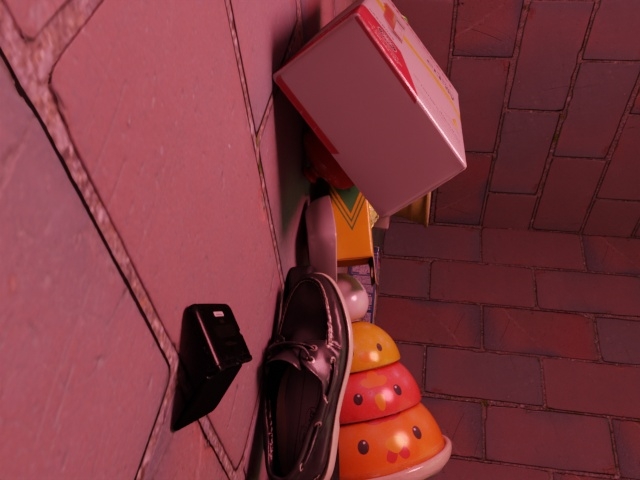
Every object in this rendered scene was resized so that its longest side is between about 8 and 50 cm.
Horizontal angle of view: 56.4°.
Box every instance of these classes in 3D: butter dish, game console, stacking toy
[{"bbox_3d":[0.020,-0.152,1.112,0.160,0.118,0.160,57,9,14],"label":"butter dish"},{"bbox_3d":[-0.124,0.128,0.635,0.122,0.071,0.107,37,28,-80],"label":"game console"},{"bbox_3d":[0.080,0.313,1.384,0.350,0.351,0.479,21,55,-81],"label":"stacking toy"}]

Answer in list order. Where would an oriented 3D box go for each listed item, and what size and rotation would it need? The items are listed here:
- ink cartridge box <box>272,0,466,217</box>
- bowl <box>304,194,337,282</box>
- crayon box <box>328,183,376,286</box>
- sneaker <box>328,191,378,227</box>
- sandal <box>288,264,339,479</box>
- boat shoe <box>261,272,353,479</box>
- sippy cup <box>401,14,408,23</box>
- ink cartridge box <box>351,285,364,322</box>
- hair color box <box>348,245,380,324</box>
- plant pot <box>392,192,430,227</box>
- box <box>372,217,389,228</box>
[{"bbox_3d":[0.103,-0.258,1.017,0.279,0.160,0.384,49,26,-17],"label":"ink cartridge box"},{"bbox_3d":[0.000,0.000,1.156,0.142,0.053,0.142,-101,-174,-49],"label":"bowl"},{"bbox_3d":[0.063,-0.060,1.292,0.203,0.083,0.323,71,14,-83],"label":"crayon box"},{"bbox_3d":[0.120,-0.121,1.455,0.145,0.147,0.384,34,74,-66],"label":"sneaker"},{"bbox_3d":[-0.031,0.271,1.078,0.167,0.107,0.445,42,40,-77],"label":"sandal"},{"bbox_3d":[-0.035,0.207,0.917,0.113,0.127,0.340,27,67,-55],"label":"boat shoe"},{"bbox_3d":[0.132,-0.405,1.400,0.224,0.240,0.305,68,3,-49],"label":"sippy cup"},{"bbox_3d":[0.093,0.206,1.854,0.175,0.072,0.127,-10,104,-80],"label":"ink cartridge box"},{"bbox_3d":[0.148,0.199,2.106,0.174,0.105,0.347,41,54,-78],"label":"hair color box"},{"bbox_3d":[0.201,-0.183,1.774,0.276,0.254,0.276,4,90,-81],"label":"plant pot"},{"bbox_3d":[0.198,-0.154,2.173,0.232,0.127,0.148,-67,159,-63],"label":"box"}]
